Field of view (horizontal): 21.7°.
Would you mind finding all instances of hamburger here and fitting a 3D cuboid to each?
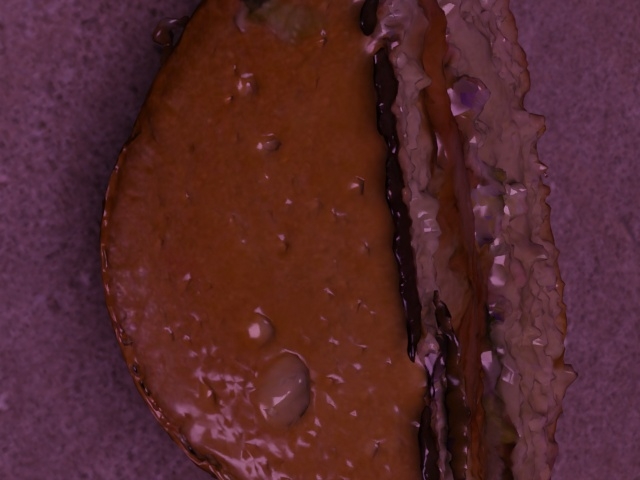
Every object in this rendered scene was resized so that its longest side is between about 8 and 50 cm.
[{"bbox_3d":[0.000,0.000,1.118,0.268,0.287,0.445,-21,106,-60],"label":"hamburger"}]
